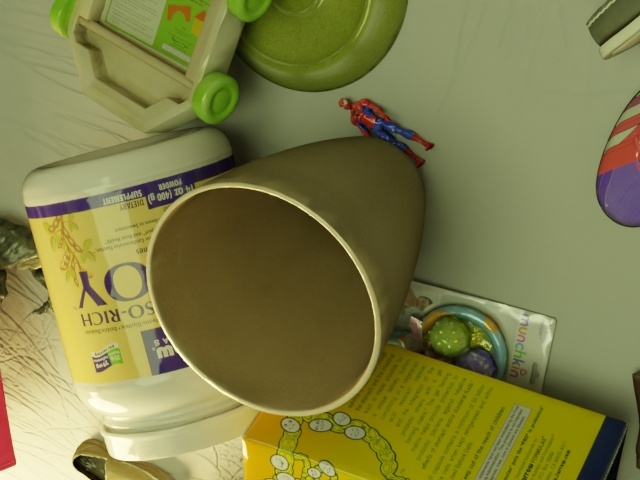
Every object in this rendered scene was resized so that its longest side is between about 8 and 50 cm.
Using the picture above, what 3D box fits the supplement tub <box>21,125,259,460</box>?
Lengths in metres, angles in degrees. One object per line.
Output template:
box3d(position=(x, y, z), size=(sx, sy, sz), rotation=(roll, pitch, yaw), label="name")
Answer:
box3d(position=(-0.182, 0.056, 1.717), size=(0.241, 0.241, 0.331), rotation=(-10, 99, 27), label="supplement tub")

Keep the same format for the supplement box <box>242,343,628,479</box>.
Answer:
box3d(position=(0.117, 0.265, 1.623), size=(0.357, 0.195, 0.194), rotation=(17, 132, 20), label="supplement box")

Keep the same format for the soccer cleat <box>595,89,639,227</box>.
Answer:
box3d(position=(0.367, -0.136, 1.478), size=(0.108, 0.116, 0.318), rotation=(43, 116, 10), label="soccer cleat")

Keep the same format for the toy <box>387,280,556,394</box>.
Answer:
box3d(position=(0.129, 0.125, 1.693), size=(0.237, 0.056, 0.137), rotation=(16, 111, 21), label="toy")

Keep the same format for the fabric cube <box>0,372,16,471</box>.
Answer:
box3d(position=(-0.559, 0.171, 1.880), size=(0.254, 0.259, 0.258), rotation=(5, 106, 49), label="fabric cube")

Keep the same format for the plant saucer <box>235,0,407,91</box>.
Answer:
box3d(position=(-0.022, -0.279, 1.670), size=(0.241, 0.037, 0.241), rotation=(7, 107, 24), label="plant saucer")

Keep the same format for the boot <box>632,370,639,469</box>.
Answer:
box3d(position=(0.380, 0.189, 1.605), size=(0.106, 0.037, 0.114), rotation=(2, 100, 22), label="boot")

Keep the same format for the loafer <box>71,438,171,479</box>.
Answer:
box3d(position=(-0.251, 0.300, 1.920), size=(0.148, 0.050, 0.056), rotation=(21, 111, 19), label="loafer")

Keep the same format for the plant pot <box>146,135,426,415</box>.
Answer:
box3d(position=(0.000, 0.000, 1.585), size=(0.256, 0.274, 0.256), rotation=(14, 123, 22), label="plant pot")

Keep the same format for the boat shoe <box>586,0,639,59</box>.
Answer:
box3d(position=(0.362, -0.297, 1.448), size=(0.305, 0.109, 0.091), rotation=(-44, 82, 21), label="boat shoe")

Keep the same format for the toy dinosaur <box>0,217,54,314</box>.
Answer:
box3d(position=(-0.370, 0.030, 1.903), size=(0.268, 0.064, 0.118), rotation=(13, 102, 18), label="toy dinosaur")

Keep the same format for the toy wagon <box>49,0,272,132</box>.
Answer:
box3d(position=(-0.162, -0.295, 1.682), size=(0.267, 0.068, 0.344), rotation=(32, 110, 32), label="toy wagon")

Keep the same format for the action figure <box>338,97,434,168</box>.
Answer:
box3d(position=(0.067, -0.123, 1.674), size=(0.115, 0.030, 0.038), rotation=(35, 120, 16), label="action figure")
